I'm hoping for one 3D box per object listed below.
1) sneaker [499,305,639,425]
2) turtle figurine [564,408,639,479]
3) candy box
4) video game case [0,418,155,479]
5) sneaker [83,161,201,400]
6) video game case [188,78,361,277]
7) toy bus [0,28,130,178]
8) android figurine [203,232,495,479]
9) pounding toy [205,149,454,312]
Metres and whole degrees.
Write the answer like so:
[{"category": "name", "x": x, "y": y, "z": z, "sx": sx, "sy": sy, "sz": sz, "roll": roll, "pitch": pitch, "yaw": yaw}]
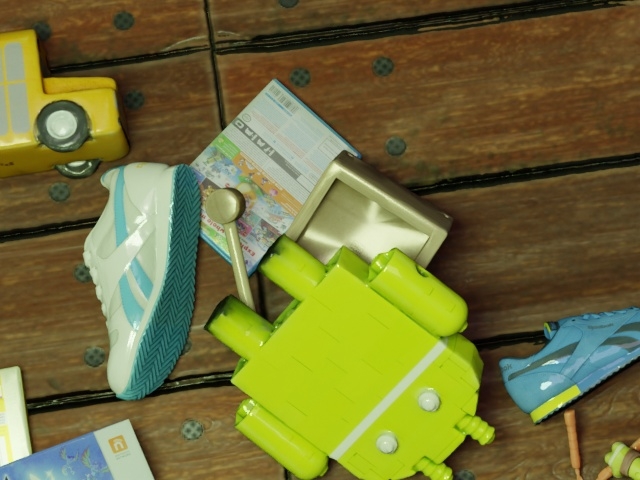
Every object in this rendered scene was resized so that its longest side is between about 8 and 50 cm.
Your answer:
[{"category": "sneaker", "x": 0.267, "y": 0.091, "z": 1.733, "sx": 0.209, "sy": 0.069, "sz": 0.082, "roll": -30, "pitch": 76, "yaw": -6}, {"category": "turtle figurine", "x": 0.343, "y": 0.261, "z": 1.687, "sx": 0.217, "sy": 0.087, "sz": 0.269, "roll": -17, "pitch": 79, "yaw": -4}, {"category": "candy box", "x": -0.378, "y": 0.189, "z": 1.729, "sx": 0.206, "sy": 0.027, "sz": 0.105, "roll": -10, "pitch": 76, "yaw": -3}, {"category": "video game case", "x": -0.250, "y": 0.319, "z": 1.638, "sx": 0.269, "sy": 0.061, "sz": 0.244, "roll": -19, "pitch": 77, "yaw": -27}, {"category": "sneaker", "x": -0.176, "y": 0.039, "z": 1.741, "sx": 0.092, "sy": 0.087, "sz": 0.228, "roll": 4, "pitch": 79, "yaw": 21}, {"category": "video game case", "x": -0.058, "y": -0.061, "z": 1.790, "sx": 0.119, "sy": 0.015, "sz": 0.166, "roll": 42, "pitch": 81, "yaw": 7}, {"category": "toy bus", "x": -0.357, "y": -0.118, "z": 1.754, "sx": 0.333, "sy": 0.108, "sz": 0.130, "roll": -9, "pitch": 77, "yaw": -2}, {"category": "android figurine", "x": 0.034, "y": 0.120, "z": 1.674, "sx": 0.273, "sy": 0.056, "sz": 0.248, "roll": 40, "pitch": 115, "yaw": -8}, {"category": "pounding toy", "x": -0.010, "y": 0.005, "z": 1.729, "sx": 0.206, "sy": 0.094, "sz": 0.181, "roll": 33, "pitch": 103, "yaw": 2}]
